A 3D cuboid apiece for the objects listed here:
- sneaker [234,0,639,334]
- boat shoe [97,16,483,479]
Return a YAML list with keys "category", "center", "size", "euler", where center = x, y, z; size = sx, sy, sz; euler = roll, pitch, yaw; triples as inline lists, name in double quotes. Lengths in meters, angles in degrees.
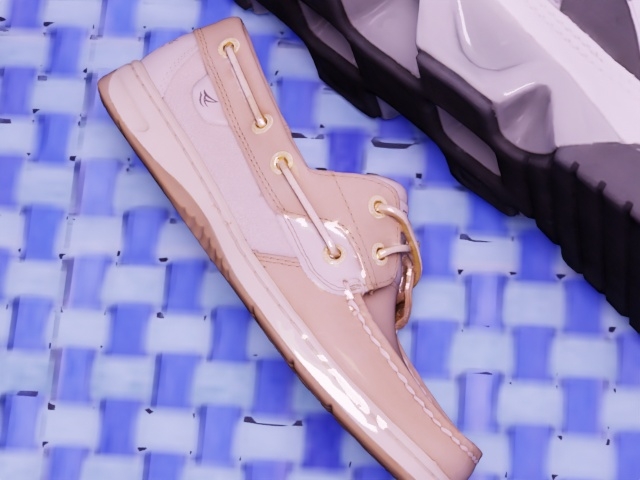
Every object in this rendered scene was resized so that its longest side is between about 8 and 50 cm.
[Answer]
- category: "sneaker"
  center: [0.119, -0.048, 0.526]
  size: [0.330, 0.122, 0.146]
  euler: [42, 80, 16]
- category: "boat shoe"
  center: [0.000, 0.000, 0.549]
  size: [0.059, 0.063, 0.170]
  euler: [-36, 71, -3]
